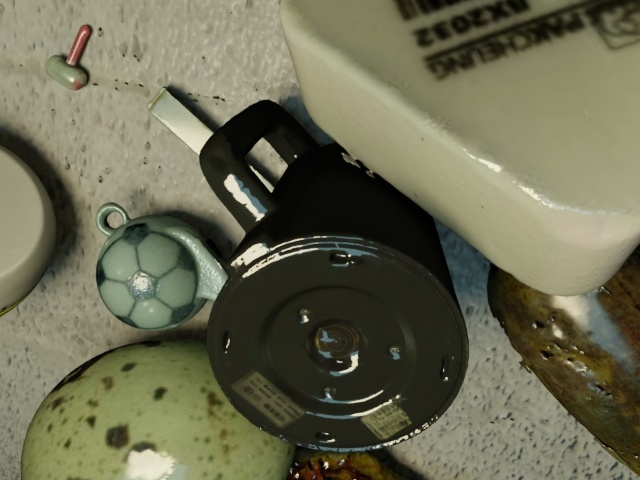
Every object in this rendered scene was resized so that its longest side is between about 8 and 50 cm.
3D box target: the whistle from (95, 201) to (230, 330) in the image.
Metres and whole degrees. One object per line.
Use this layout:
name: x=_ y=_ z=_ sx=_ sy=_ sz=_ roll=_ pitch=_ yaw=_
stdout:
whistle: x=-0.189 y=0.068 z=0.778 sx=0.163 sy=0.163 sz=0.290 roll=-35 pitch=98 yaw=26

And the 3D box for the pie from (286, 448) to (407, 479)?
pie: x=0.009 y=0.503 z=0.894 sx=0.395 sy=0.180 sz=0.418 roll=46 pitch=124 yaw=-7

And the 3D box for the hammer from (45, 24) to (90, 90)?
hammer: x=-0.312 y=-0.235 z=0.756 sx=0.052 sy=0.031 sz=0.083 roll=33 pitch=112 yaw=-3

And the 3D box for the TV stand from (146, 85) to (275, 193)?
TV stand: x=-0.112 y=-0.096 z=0.747 sx=0.249 sy=0.042 sz=0.036 roll=42 pitch=97 yaw=-6

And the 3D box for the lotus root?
lotus root: x=0.317 y=0.109 z=0.621 sx=0.179 sy=0.196 sz=0.397 roll=-41 pitch=94 yaw=22

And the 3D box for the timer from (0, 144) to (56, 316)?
timer: x=-0.514 y=0.005 z=0.806 sx=0.285 sy=0.285 sz=0.285 roll=6 pitch=114 yaw=14

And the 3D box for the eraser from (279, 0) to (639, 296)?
eraser: x=0.171 y=-0.162 z=0.496 sx=0.331 sy=0.331 sz=0.150 roll=10 pitch=156 yaw=13

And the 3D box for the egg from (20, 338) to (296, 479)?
egg: x=-0.212 y=0.277 z=0.799 sx=0.379 sy=0.287 sz=0.288 roll=-6 pitch=111 yaw=20

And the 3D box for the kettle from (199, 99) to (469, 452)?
kettle: x=-0.003 y=0.013 z=0.592 sx=0.262 sy=0.308 sz=0.203 roll=21 pitch=116 yaw=-5
